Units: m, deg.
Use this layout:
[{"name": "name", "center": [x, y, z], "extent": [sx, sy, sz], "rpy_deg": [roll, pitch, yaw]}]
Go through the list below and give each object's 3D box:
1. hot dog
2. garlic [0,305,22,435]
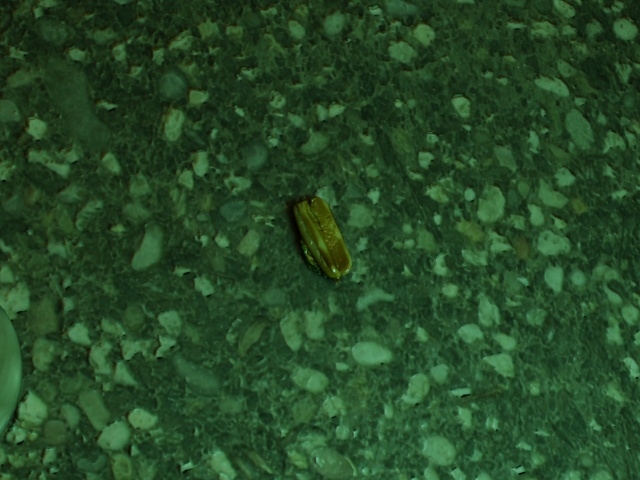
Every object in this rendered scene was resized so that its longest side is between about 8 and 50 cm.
[{"name": "hot dog", "center": [0.000, 0.000, 1.921], "extent": [0.056, 0.041, 0.133], "rpy_deg": [-14, 67, -22]}, {"name": "garlic", "center": [-0.470, 0.105, 1.675], "extent": [0.246, 0.231, 0.340], "rpy_deg": [-35, 59, 17]}]
